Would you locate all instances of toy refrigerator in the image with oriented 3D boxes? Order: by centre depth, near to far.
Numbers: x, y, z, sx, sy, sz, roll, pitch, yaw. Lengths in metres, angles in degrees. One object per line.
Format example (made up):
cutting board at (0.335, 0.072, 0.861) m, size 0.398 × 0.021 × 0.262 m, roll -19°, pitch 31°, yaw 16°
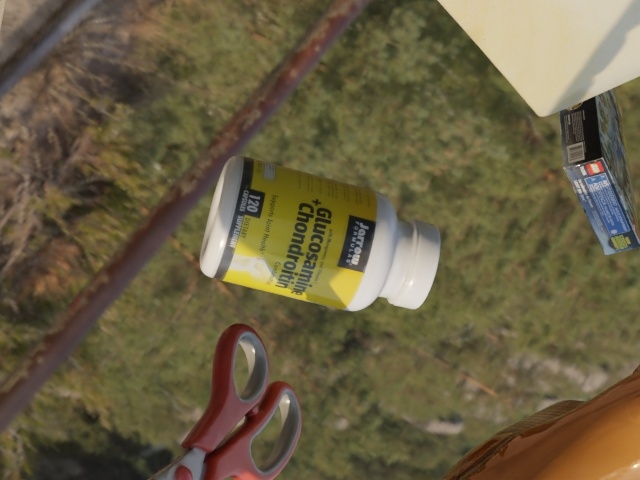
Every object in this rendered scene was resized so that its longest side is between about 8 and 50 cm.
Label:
toy refrigerator at (0.082, -0.158, 0.458) m, size 0.094 × 0.102 × 0.269 m, roll -23°, pitch 157°, yaw 22°

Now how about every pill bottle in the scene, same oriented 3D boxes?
pill bottle at (0.000, 0.000, 0.823) m, size 0.103 × 0.184 × 0.103 m, roll -166°, pitch -90°, yaw -79°

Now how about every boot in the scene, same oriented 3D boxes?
boot at (0.115, 0.130, 0.490) m, size 0.152 × 0.073 × 0.197 m, roll -29°, pitch 173°, yaw -25°

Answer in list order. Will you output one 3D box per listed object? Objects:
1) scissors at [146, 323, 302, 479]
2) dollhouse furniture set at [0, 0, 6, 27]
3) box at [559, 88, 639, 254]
scissors at (-0.076, 0.152, 0.628) m, size 0.109 × 0.021 × 0.297 m, roll 69°, pitch 23°, yaw -16°
dollhouse furniture set at (-0.528, -0.312, 1.100) m, size 0.355 × 0.303 × 0.174 m, roll 12°, pitch 99°, yaw -19°
box at (0.187, -0.072, 0.679) m, size 0.094 × 0.027 × 0.137 m, roll 52°, pitch 33°, yaw -42°
